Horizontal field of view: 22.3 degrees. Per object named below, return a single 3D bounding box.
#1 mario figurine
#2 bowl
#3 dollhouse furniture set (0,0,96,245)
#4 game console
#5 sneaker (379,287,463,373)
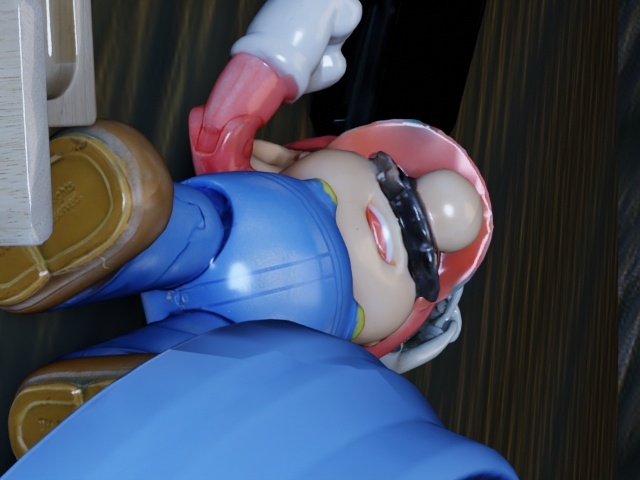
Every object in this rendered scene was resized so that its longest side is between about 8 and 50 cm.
[{"bbox_3d":[0.000,0.000,0.681,0.320,0.170,0.198,-20,130,-66],"label":"mario figurine"},{"bbox_3d":[-0.047,0.216,0.462,0.391,0.077,0.391,-50,152,-39],"label":"bowl"},{"bbox_3d":[-0.083,-0.076,0.454,0.151,0.123,0.144,-8,97,-59],"label":"dollhouse furniture set"},{"bbox_3d":[0.078,-0.218,1.007,0.213,0.044,0.361,-28,133,-66],"label":"game console"},{"bbox_3d":[0.041,0.041,0.956,0.258,0.091,0.094,-29,117,-71],"label":"sneaker"}]
